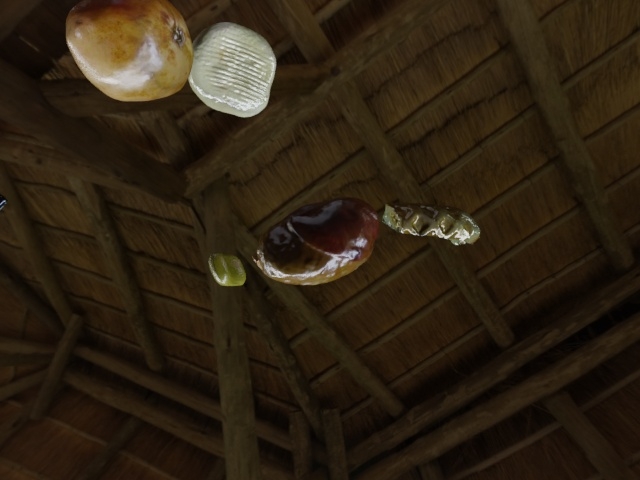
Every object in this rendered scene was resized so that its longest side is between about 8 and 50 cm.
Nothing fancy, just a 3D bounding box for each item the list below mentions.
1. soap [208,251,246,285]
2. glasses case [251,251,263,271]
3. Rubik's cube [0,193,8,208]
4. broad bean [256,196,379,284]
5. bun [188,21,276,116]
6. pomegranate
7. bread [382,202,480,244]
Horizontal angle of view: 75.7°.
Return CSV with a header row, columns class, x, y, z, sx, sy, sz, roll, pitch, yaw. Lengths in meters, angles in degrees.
class,x,y,z,sx,sy,sz,roll,pitch,yaw
soap,-0.231,0.072,1.019,0.045,0.140,0.089,-31,-102,9
glasses case,-0.110,0.014,1.153,0.170,0.064,0.041,-38,-124,-11
Rubik's cube,-0.538,-0.042,0.519,0.163,0.160,0.162,-3,-133,48
broad bean,0.000,-0.003,0.730,0.229,0.122,0.156,-16,-118,-20
bun,-0.346,-0.668,1.638,0.361,0.361,0.213,-59,-149,-4
pomegranate,-0.427,-0.428,0.918,0.271,0.229,0.252,1,-147,22
bread,0.252,-0.042,0.933,0.232,0.128,0.087,8,-84,-22
